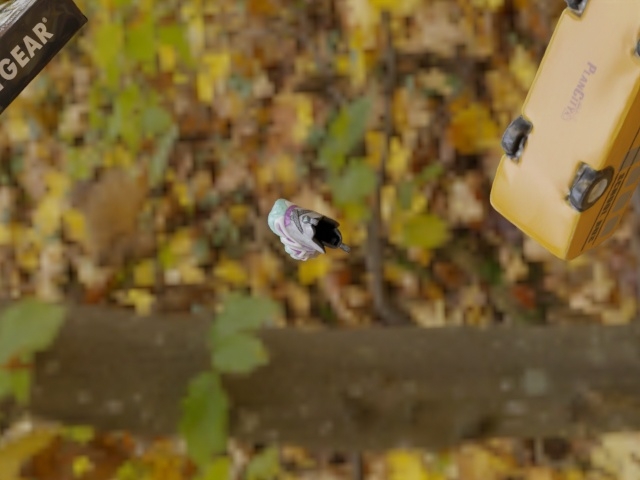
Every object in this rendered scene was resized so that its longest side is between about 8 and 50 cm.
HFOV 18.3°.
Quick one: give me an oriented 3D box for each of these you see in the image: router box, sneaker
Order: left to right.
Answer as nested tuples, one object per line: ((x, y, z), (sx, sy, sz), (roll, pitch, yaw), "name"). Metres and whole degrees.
((-0.277, -0.119, 1.529), (0.046, 0.133, 0.179), (53, -130, -21), "router box")
((0.000, 0.000, 1.756), (0.038, 0.069, 0.098), (-67, -28, -9), "sneaker")

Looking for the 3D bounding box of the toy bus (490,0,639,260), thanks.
((0.272, -0.138, 1.902), (0.130, 0.108, 0.332), (-25, -34, -43), "toy bus")
